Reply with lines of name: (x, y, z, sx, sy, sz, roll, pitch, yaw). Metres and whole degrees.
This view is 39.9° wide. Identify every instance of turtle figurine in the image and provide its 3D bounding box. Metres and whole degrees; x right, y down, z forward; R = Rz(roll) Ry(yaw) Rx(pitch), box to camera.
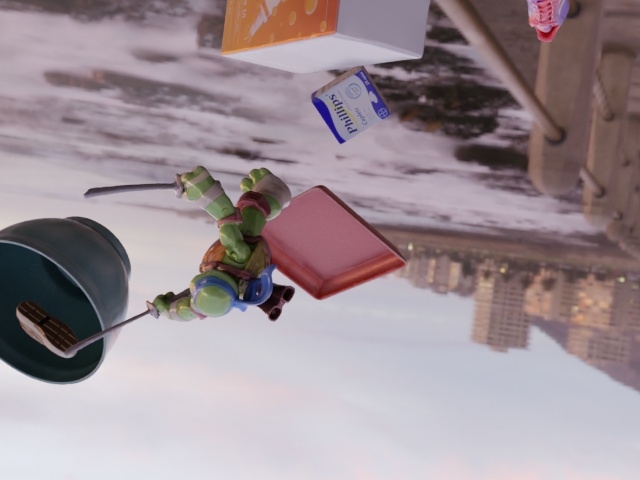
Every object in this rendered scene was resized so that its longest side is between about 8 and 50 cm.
turtle figurine: (-0.155, -0.003, 1.077, 0.275, 0.197, 0.266, -5, -163, 17)

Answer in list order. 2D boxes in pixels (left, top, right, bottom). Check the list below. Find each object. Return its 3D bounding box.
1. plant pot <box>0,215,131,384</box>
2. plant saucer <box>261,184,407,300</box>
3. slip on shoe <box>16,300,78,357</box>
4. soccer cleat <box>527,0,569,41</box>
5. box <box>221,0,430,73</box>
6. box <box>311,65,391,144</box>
plant pot: (-0.454, 0.076, 1.542, 0.293, 0.293, 0.196, 7, -147, 18)
plant saucer: (0.000, 0.000, 1.735, 0.258, 0.047, 0.259, 39, 138, -27)
slip on shoe: (-0.461, 0.157, 1.487, 0.135, 0.041, 0.051, 34, -140, 15)
soccer cleat: (0.403, -0.424, 1.579, 0.083, 0.095, 0.248, 9, -176, 19)
box: (0.003, -0.397, 1.406, 0.168, 0.214, 0.345, 6, -179, -35)
box: (0.068, -0.305, 1.976, 0.137, 0.126, 0.072, -30, -159, 13)
